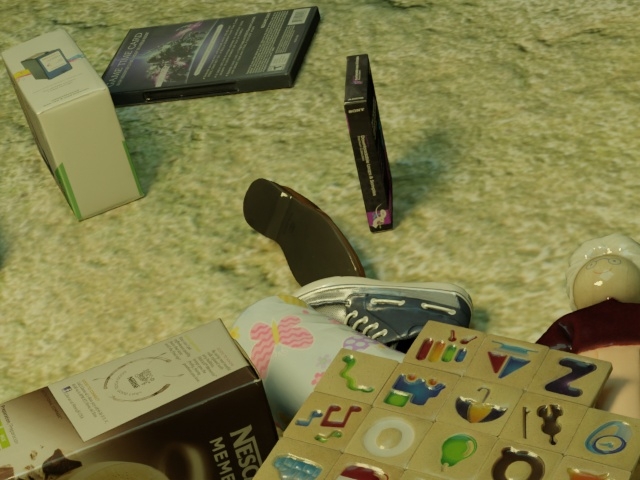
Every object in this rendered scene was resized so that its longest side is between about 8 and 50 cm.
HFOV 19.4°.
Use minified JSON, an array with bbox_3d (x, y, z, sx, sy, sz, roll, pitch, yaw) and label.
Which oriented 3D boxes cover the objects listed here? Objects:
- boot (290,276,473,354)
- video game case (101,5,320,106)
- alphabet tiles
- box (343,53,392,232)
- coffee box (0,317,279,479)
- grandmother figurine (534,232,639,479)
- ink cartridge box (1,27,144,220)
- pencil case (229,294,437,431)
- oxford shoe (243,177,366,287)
[{"bbox_3d":[0.051,0.083,1.815,0.190,0.069,0.086,-5,29,13],"label":"boot"},{"bbox_3d":[-0.150,-0.244,2.485,0.274,0.026,0.196,-6,32,17],"label":"video game case"},{"bbox_3d":[0.093,0.191,1.482,0.285,0.011,0.342,12,43,25],"label":"alphabet tiles"},{"bbox_3d":[0.053,-0.107,2.034,0.029,0.162,0.116,-10,31,8],"label":"box"},{"bbox_3d":[-0.184,0.210,1.613,0.297,0.168,0.119,-22,31,-11],"label":"coffee box"},{"bbox_3d":[0.263,0.111,1.653,0.207,0.104,0.342,1,35,5],"label":"grandmother figurine"},{"bbox_3d":[-0.300,-0.143,2.253,0.093,0.154,0.212,-22,32,-9],"label":"ink cartridge box"},{"bbox_3d":[0.029,0.135,1.694,0.124,0.113,0.273,-44,39,-22],"label":"pencil case"},{"bbox_3d":[0.000,0.000,1.982,0.076,0.076,0.212,13,24,-38],"label":"oxford shoe"}]
